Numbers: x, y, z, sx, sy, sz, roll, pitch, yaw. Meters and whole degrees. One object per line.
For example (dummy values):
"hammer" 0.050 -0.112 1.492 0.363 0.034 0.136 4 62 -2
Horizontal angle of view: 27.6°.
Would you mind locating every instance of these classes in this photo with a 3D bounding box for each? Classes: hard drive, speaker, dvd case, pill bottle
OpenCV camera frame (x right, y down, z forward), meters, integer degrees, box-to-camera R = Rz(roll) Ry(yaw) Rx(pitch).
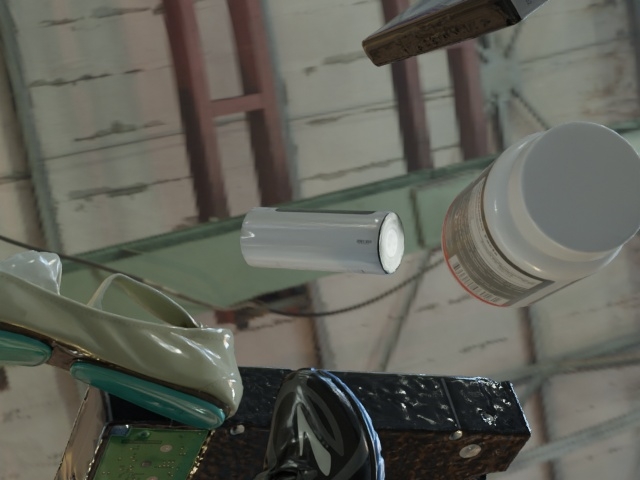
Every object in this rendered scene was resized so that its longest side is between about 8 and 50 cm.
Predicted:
"hard drive" -0.035 0.193 1.018 0.339 0.064 0.237 4 -47 -24
"speaker" 0.000 0.000 1.128 0.055 0.136 0.055 -9 -80 -62
"dvd case" 0.153 -0.181 0.725 0.253 0.180 0.022 -37 -78 -16
"pill bottle" 0.240 -0.026 1.414 0.161 0.283 0.161 2 -102 -9

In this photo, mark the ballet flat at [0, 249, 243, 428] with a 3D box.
"ballet flat" -0.162 0.052 0.839 0.248 0.086 0.086 22 -96 -23

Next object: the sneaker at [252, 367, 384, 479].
"sneaker" -0.020 0.152 0.659 0.078 0.067 0.188 34 -118 -41
